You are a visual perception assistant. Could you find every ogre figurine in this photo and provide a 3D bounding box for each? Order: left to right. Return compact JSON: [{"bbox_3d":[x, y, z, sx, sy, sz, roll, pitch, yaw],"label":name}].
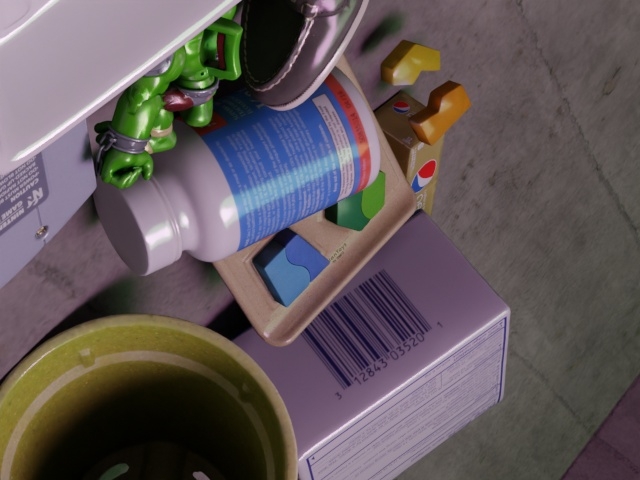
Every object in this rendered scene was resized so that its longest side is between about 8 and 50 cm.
[{"bbox_3d":[-0.108,-0.134,1.426,0.197,0.097,0.118,-29,148,-42],"label":"ogre figurine"}]

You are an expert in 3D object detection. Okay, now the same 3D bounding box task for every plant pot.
[{"bbox_3d":[-0.158,0.237,1.674,0.276,0.276,0.254,-46,166,-17],"label":"plant pot"}]

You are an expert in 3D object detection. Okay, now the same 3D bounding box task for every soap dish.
[{"bbox_3d":[-0.158,-0.198,1.184,0.291,0.118,0.229,-40,155,-13],"label":"soap dish"}]

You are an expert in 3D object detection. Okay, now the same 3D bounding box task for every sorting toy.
[{"bbox_3d":[0.016,-0.073,1.704,0.307,0.041,0.229,-46,133,-16],"label":"sorting toy"}]

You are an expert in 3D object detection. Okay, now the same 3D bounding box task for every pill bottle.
[{"bbox_3d":[-0.071,-0.057,1.543,0.221,0.124,0.124,-27,147,-24],"label":"pill bottle"}]

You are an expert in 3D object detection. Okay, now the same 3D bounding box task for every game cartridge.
[{"bbox_3d":[-0.288,-0.007,1.325,0.297,0.062,0.198,-41,158,-26],"label":"game cartridge"}]

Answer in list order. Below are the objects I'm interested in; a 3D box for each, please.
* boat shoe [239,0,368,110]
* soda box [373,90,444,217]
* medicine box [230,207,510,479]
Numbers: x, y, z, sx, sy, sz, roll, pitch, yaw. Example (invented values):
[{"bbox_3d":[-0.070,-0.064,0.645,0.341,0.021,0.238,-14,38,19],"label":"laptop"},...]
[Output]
[{"bbox_3d":[0.003,-0.267,1.458,0.095,0.112,0.335,18,102,-47],"label":"boat shoe"},{"bbox_3d":[0.080,-0.063,1.908,0.058,0.061,0.181,-40,153,-30],"label":"soda box"},{"bbox_3d":[0.049,0.144,1.935,0.263,0.149,0.289,-35,159,-11],"label":"medicine box"}]
